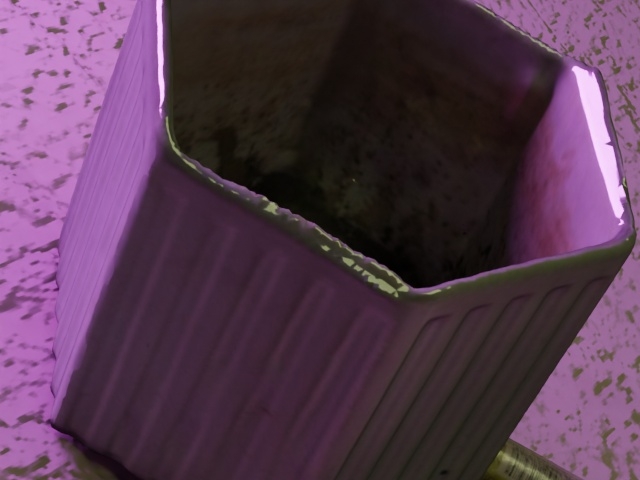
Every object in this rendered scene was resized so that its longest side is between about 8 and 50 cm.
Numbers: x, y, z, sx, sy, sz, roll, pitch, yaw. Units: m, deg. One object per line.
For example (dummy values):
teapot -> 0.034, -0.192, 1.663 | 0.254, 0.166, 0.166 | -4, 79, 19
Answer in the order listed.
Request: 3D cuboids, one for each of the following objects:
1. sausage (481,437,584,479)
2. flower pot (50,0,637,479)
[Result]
sausage -> 0.134, 0.141, 0.901 | 0.269, 0.033, 0.033 | 30, 37, -9
flower pot -> 0.000, 0.000, 0.789 | 0.239, 0.189, 0.209 | 32, 41, 5
